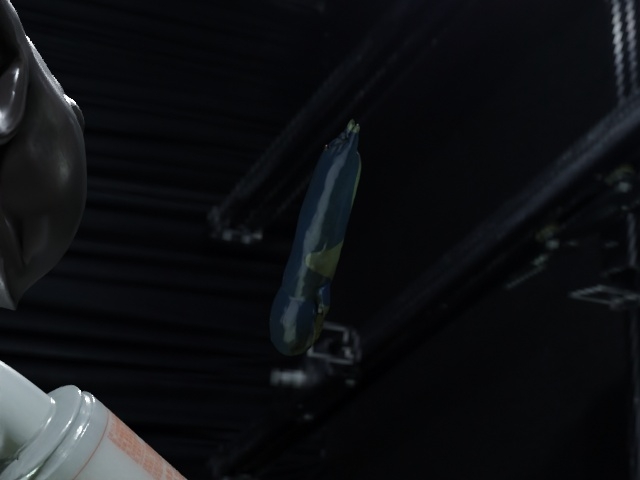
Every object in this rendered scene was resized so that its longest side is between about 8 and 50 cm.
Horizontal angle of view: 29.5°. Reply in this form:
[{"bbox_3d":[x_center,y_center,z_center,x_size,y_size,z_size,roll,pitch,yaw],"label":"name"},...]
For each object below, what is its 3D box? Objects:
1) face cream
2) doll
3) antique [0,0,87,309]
[{"bbox_3d":[-0.183,0.160,0.871,0.101,0.252,0.101,-35,-156,18],"label":"face cream"},{"bbox_3d":[0.000,0.000,0.608,0.037,0.027,0.125,-110,-145,-72],"label":"doll"},{"bbox_3d":[-0.252,-0.084,0.712,0.322,0.185,0.255,40,-24,49],"label":"antique"}]
